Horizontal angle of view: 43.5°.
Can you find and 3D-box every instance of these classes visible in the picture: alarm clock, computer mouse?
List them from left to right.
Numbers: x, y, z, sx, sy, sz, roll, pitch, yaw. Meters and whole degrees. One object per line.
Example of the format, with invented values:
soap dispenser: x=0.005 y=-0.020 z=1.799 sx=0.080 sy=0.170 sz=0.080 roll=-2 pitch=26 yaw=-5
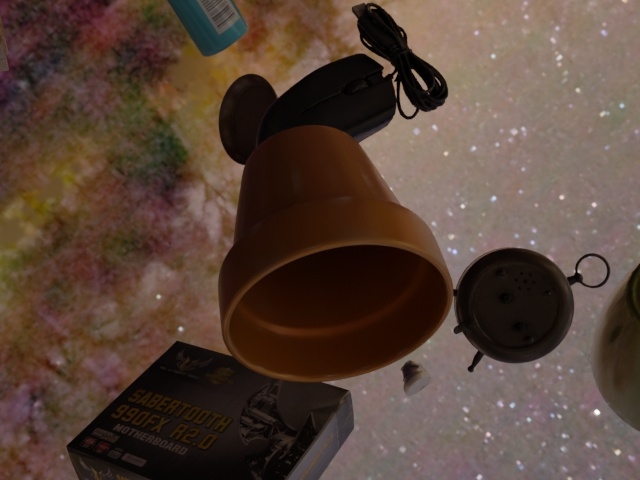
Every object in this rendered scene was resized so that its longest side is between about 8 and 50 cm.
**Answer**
computer mouse: x=0.015 y=-0.189 z=1.084 sx=0.272 sy=0.188 sz=0.072 roll=-37 pitch=160 yaw=10
alarm clock: x=0.235 y=0.064 z=0.901 sx=0.192 sy=0.129 sz=0.064 roll=-24 pitch=176 yaw=3

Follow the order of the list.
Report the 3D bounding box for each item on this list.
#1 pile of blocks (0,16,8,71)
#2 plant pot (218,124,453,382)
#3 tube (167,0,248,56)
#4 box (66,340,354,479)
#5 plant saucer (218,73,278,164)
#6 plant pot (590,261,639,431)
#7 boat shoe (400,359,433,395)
pile of blocks: x=-0.607 y=-0.372 z=1.374 sx=0.113 sy=0.148 sz=0.362 roll=-11 pitch=-158 yaw=-18
plant pot: x=0.000 y=0.000 z=0.756 sx=0.205 sy=0.205 sz=0.188 roll=-38 pitch=-136 yaw=26
tube: x=-0.138 y=-0.264 z=0.712 sx=0.052 sy=0.207 sz=0.080 roll=-16 pitch=-147 yaw=27
box: x=-0.108 y=0.199 z=0.815 sx=0.231 sy=0.056 sz=0.183 roll=12 pitch=-144 yaw=29
plant saucer: x=-0.126 y=-0.223 z=1.488 sx=0.029 sy=0.168 sz=0.168 roll=-2 pitch=156 yaw=-48
plant pot: x=0.528 y=0.129 z=1.175 sx=0.275 sy=0.293 sz=0.274 roll=-10 pitch=-120 yaw=19
boat shoe: x=0.200 y=0.285 z=1.704 sx=0.066 sy=0.063 sz=0.184 roll=-41 pitch=163 yaw=9
